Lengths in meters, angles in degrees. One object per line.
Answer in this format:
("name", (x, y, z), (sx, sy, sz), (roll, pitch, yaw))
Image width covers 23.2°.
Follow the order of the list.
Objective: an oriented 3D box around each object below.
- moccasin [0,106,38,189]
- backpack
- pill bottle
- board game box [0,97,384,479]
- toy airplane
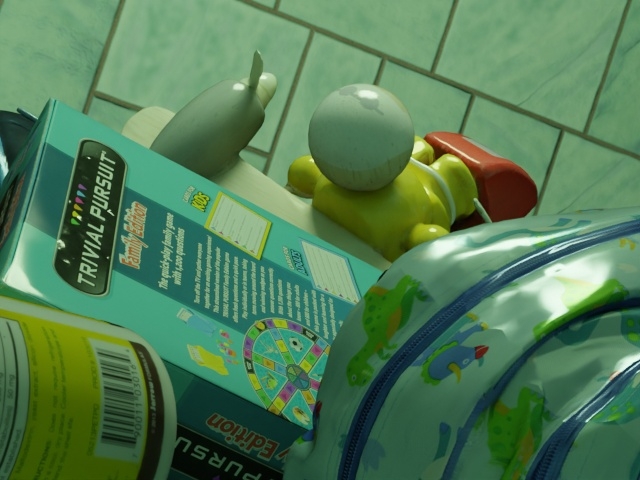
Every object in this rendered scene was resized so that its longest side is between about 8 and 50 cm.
("moccasin", (-0.179, 0.020, 1.146), (0.116, 0.138, 0.342), (-3, 39, -25))
("backpack", (0.155, 0.114, 0.764), (0.355, 0.290, 0.273), (12, 17, -26))
("pill bottle", (-0.177, 0.076, 0.702), (0.215, 0.117, 0.117), (19, -1, -44))
("board game box", (-0.046, 0.067, 0.959), (0.336, 0.079, 0.254), (28, 23, -16))
("toy airplane", (0.000, 0.000, 1.284), (0.386, 0.272, 0.384), (8, 34, 0))
